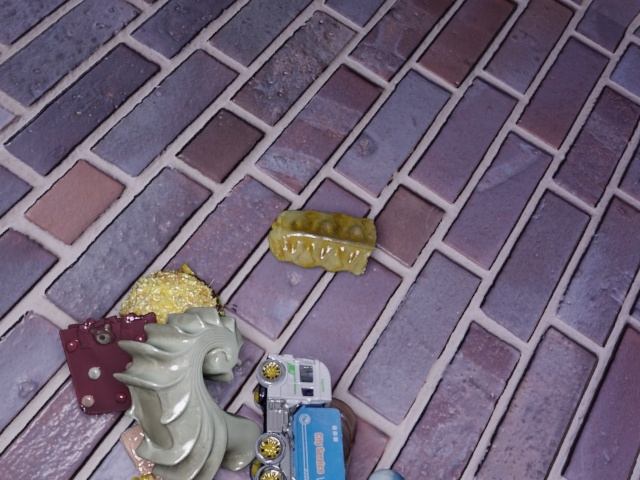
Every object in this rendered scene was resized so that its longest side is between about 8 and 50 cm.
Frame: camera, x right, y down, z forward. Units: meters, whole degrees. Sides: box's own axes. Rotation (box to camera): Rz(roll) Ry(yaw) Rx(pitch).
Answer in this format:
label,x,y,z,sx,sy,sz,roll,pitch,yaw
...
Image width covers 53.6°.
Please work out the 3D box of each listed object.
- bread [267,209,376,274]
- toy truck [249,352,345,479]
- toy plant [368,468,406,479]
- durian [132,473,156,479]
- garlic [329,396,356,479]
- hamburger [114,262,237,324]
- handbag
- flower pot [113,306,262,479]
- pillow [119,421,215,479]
label,x,y,z,sx,sy,sz,roll,pitch,yaw
bread,0.000,0.000,1.614,0.267,0.130,0.152,8,69,-5
toy truck,-0.050,0.404,1.229,0.175,0.146,0.367,3,52,-9
toy plant,0.166,0.608,1.318,0.332,0.247,0.247,15,64,1
durian,-0.341,0.585,1.290,0.132,0.165,0.182,-32,105,-45
garlic,-0.005,0.436,1.393,0.191,0.160,0.214,21,64,0
hamburger,-0.337,0.170,1.467,0.261,0.139,0.243,-37,76,-22
handbag,-0.436,0.262,1.357,0.203,0.074,0.216,-8,105,7
flower pot,-0.260,0.332,1.297,0.254,0.164,0.368,-23,106,-50
pillow,-0.332,0.486,1.380,0.126,0.043,0.232,-33,78,-17
